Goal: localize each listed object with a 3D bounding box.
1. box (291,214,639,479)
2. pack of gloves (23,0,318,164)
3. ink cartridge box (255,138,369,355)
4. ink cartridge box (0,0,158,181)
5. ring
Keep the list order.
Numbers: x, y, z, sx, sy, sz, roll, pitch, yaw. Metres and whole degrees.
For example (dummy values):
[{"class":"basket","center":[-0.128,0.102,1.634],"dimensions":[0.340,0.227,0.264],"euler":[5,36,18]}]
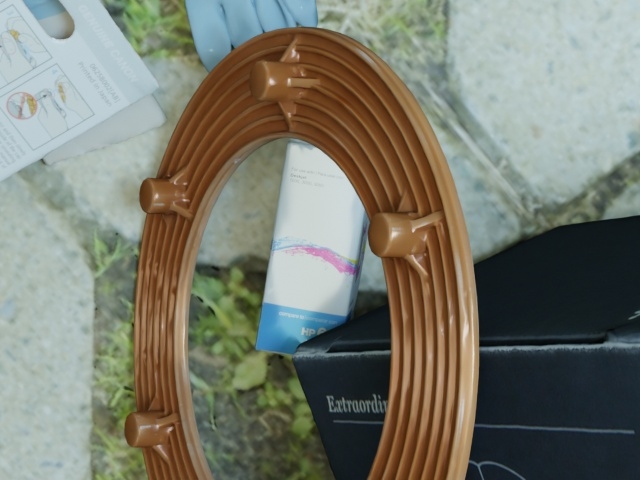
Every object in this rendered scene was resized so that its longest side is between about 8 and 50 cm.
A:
[{"class":"box","center":[0.199,0.195,0.835],"dimensions":[0.212,0.293,0.395],"euler":[-24,99,-30]},{"class":"pack of gloves","center":[-0.120,-0.172,0.934],"dimensions":[0.195,0.046,0.232],"euler":[-17,125,13]},{"class":"ink cartridge box","center":[0.000,0.000,0.953],"dimensions":[0.052,0.088,0.122],"euler":[9,100,4]},{"class":"ink cartridge box","center":[-0.241,-0.106,0.942],"dimensions":[0.232,0.066,0.189],"euler":[-32,120,4]},{"class":"ring","center":[-0.030,0.054,0.866],"dimensions":[0.032,0.336,0.336],"euler":[1,101,-32]}]
